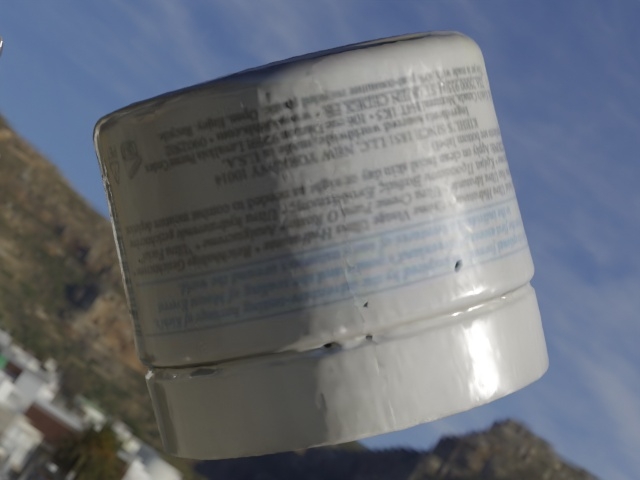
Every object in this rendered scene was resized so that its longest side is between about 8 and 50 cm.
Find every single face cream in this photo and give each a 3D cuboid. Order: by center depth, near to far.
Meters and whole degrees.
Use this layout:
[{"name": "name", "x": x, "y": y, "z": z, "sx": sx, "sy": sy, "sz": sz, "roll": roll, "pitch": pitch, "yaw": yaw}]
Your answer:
[{"name": "face cream", "x": 0.000, "y": 0.000, "z": 0.665, "sx": 0.177, "sy": 0.177, "sz": 0.153, "roll": 171, "pitch": -93, "yaw": -70}]

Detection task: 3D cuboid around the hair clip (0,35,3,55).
[{"name": "hair clip", "x": -0.328, "y": -0.084, "z": 1.270, "sx": 0.056, "sy": 0.146, "sz": 0.187, "roll": -1, "pitch": -12, "yaw": -46}]
